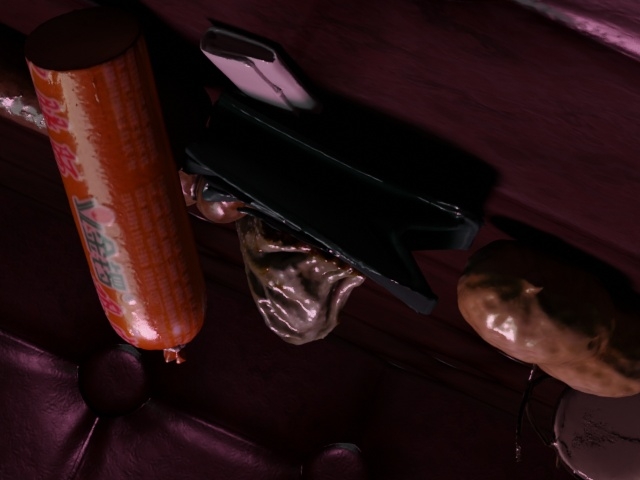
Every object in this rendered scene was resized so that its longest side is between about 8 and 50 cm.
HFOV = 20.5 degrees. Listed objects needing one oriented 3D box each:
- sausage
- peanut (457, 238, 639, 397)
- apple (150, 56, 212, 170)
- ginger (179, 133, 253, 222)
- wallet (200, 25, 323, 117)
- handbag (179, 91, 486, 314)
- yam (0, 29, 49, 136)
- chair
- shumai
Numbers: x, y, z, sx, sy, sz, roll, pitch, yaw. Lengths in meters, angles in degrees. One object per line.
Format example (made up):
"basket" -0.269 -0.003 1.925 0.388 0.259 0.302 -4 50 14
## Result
"sausage" -0.151 -0.026 1.396 0.093 0.093 0.312 19 134 36
"peanut" 0.221 0.076 1.575 0.117 0.101 0.263 32 180 44
"apple" -0.148 -0.101 1.470 0.099 0.102 0.114 25 177 -13
"ginger" -0.138 -0.073 1.740 0.204 0.080 0.104 22 168 28
"wallet" -0.041 -0.121 1.296 0.061 0.025 0.122 15 170 20
"handbag" 0.010 -0.026 1.471 0.238 0.089 0.326 27 179 5
"yam" -0.278 -0.146 1.666 0.127 0.084 0.084 28 172 -13
"chair" 0.327 0.213 2.040 0.170 0.160 0.325 20 173 16
"shumai" 0.001 -0.003 1.774 0.142 0.184 0.184 -15 156 22
